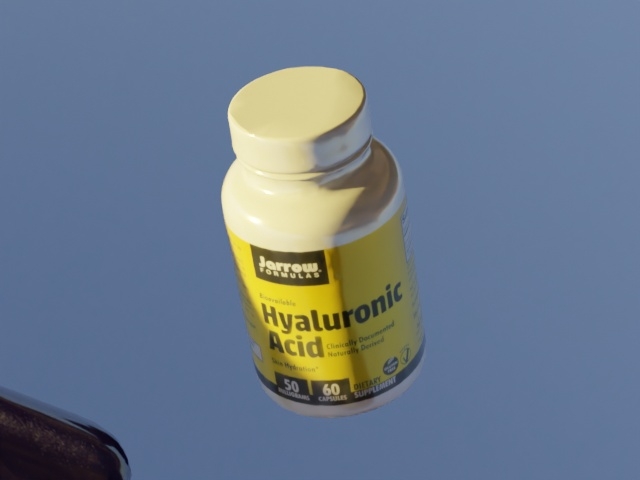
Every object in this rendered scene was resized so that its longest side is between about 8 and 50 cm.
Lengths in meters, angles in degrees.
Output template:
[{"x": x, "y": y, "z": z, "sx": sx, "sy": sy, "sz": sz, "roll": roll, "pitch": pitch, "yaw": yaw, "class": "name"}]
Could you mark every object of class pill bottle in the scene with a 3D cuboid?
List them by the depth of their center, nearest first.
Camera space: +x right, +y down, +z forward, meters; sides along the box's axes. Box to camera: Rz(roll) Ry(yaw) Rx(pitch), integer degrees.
[{"x": 0.000, "y": 0.000, "z": 0.648, "sx": 0.065, "sy": 0.116, "sz": 0.065, "roll": -7, "pitch": -145, "yaw": 5, "class": "pill bottle"}]

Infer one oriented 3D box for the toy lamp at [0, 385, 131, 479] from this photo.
[{"x": -0.022, "y": 0.124, "z": 0.491, "sx": 0.274, "sy": 0.080, "sz": 0.080, "roll": 39, "pitch": -144, "yaw": -23, "class": "toy lamp"}]
